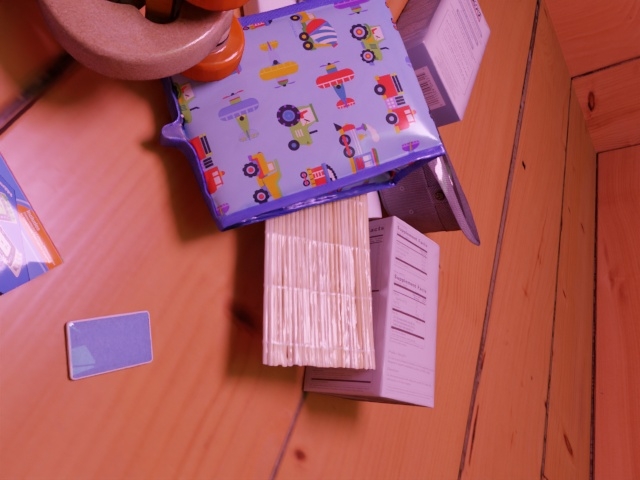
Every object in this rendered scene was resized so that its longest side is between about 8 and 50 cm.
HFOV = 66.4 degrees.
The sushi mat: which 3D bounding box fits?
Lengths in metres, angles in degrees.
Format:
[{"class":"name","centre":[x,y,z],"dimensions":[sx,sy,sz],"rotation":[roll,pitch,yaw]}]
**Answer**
[{"class":"sushi mat","centre":[0.000,0.000,0.618],"dimensions":[0.151,0.019,0.316],"rotation":[7,71,-24]}]

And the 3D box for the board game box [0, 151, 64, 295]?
[{"class":"board game box","centre":[-0.323,-0.072,0.349],"dimensions":[0.145,0.027,0.281],"rotation":[-39,112,-46]}]

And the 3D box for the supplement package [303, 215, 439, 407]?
[{"class":"supplement package","centre":[0.081,0.107,0.718],"dimensions":[0.134,0.139,0.244],"rotation":[27,63,-43]}]

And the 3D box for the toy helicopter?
[{"class":"toy helicopter","centre":[-0.214,-0.305,0.440],"dimensions":[0.235,0.140,0.355],"rotation":[-19,82,-20]}]

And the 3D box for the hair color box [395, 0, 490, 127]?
[{"class":"hair color box","centre":[0.259,-0.428,1.068],"dimensions":[0.185,0.114,0.374],"rotation":[52,48,-31]}]

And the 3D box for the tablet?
[{"class":"tablet","centre":[-0.203,0.100,0.477],"dimensions":[0.083,0.006,0.054],"rotation":[-2,84,-50]}]

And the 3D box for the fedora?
[{"class":"fedora","centre":[0.174,-0.100,0.859],"dimensions":[0.275,0.124,0.243],"rotation":[56,25,-35]}]

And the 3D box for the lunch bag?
[{"class":"lunch bag","centre":[-0.039,-0.148,0.571],"dimensions":[0.293,0.138,0.220],"rotation":[-18,85,-22]}]

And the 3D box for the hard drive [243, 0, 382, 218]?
[{"class":"hard drive","centre":[-0.005,-0.204,0.751],"dimensions":[0.233,0.047,0.353],"rotation":[-5,86,-51]}]

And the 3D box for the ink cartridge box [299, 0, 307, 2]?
[{"class":"ink cartridge box","centre":[0.011,-0.444,0.721],"dimensions":[0.179,0.045,0.145],"rotation":[-51,137,-39]}]
